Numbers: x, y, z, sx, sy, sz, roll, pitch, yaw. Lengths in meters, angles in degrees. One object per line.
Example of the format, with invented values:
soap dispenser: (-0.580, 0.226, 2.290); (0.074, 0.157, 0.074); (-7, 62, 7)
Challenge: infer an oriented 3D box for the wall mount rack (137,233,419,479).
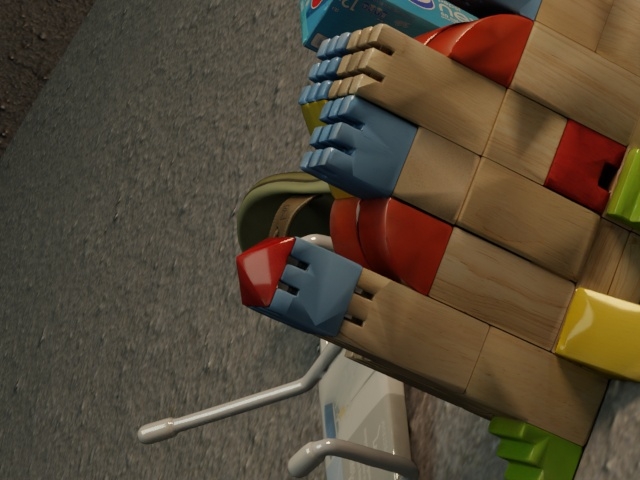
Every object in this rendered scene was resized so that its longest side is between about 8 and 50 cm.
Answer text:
wall mount rack: (-0.034, 0.170, 1.368); (0.304, 0.130, 0.350); (-55, 28, 40)

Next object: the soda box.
soda box: (0.090, -0.151, 1.342); (0.067, 0.210, 0.071); (-54, 23, 28)

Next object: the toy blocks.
toy blocks: (0.097, -0.048, 1.129); (0.381, 0.261, 0.191); (-68, 20, -9)

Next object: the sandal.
sandal: (-0.001, -0.001, 1.521); (0.086, 0.120, 0.303); (-60, 18, -21)
